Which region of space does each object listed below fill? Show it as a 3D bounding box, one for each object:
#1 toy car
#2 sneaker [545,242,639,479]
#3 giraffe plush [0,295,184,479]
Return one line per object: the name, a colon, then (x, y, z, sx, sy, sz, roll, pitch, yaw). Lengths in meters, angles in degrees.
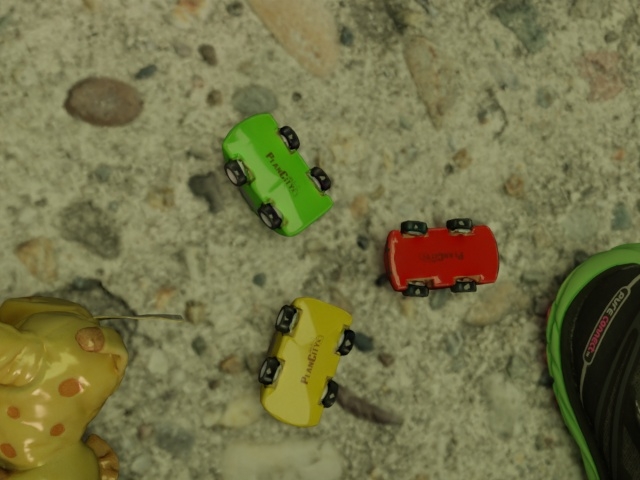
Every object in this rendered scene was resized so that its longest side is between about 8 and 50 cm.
toy car: (0.000, 0.000, 0.763, 0.239, 0.053, 0.225, -37, 94, -18)
sneaker: (0.331, 0.233, 0.756, 0.185, 0.202, 0.482, -25, 91, -17)
giraffe plush: (-0.201, 0.130, 0.631, 0.210, 0.181, 0.170, 4, 92, 1)
